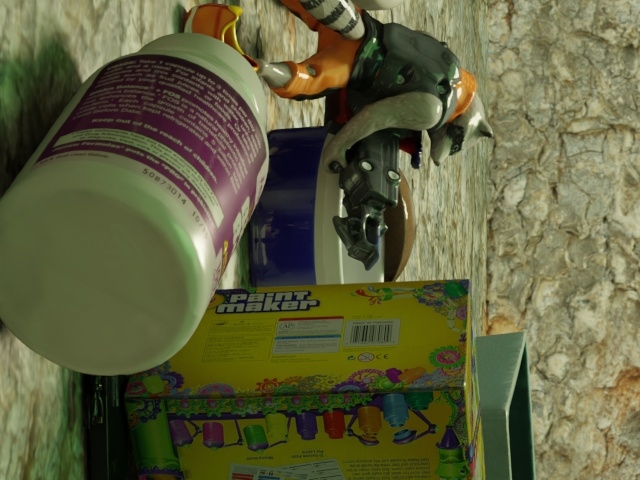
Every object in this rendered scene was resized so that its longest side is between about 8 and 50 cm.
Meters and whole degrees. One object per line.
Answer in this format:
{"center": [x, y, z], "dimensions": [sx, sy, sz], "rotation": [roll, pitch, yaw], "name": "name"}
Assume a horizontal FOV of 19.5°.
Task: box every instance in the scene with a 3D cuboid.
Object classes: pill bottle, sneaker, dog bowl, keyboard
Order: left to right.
{"center": [-0.180, 0.117, 1.534], "dimensions": [0.108, 0.023, 0.180], "rotation": [-20, 108, -83], "name": "keyboard"}
{"center": [-0.132, -0.043, 1.418], "dimensions": [0.301, 0.169, 0.169], "rotation": [-68, 154, -58], "name": "pill bottle"}
{"center": [-0.094, -0.145, 1.827], "dimensions": [0.064, 0.067, 0.175], "rotation": [-69, 157, -62], "name": "sneaker"}
{"center": [0.000, 0.000, 2.146], "dimensions": [0.265, 0.104, 0.265], "rotation": [-1, 90, -78], "name": "dog bowl"}

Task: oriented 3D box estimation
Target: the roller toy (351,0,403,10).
{"center": [0.023, -0.361, 2.172], "dimensions": [0.209, 0.146, 0.191], "rotation": [15, 77, -66], "name": "roller toy"}

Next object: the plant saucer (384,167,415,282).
{"center": [0.066, -0.031, 2.315], "dimensions": [0.198, 0.036, 0.199], "rotation": [20, -67, 58], "name": "plant saucer"}

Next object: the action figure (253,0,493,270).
{"center": [0.049, -0.155, 1.973], "dimensions": [0.330, 0.178, 0.341], "rotation": [23, 46, -32], "name": "action figure"}

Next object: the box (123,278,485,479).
{"center": [-0.002, 0.200, 1.674], "dimensions": [0.177, 0.289, 0.279], "rotation": [-79, 166, -59], "name": "box"}

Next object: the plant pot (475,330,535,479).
{"center": [0.135, 0.273, 2.394], "dimensions": [0.248, 0.252, 0.247], "rotation": [-61, 149, -66], "name": "plant pot"}
